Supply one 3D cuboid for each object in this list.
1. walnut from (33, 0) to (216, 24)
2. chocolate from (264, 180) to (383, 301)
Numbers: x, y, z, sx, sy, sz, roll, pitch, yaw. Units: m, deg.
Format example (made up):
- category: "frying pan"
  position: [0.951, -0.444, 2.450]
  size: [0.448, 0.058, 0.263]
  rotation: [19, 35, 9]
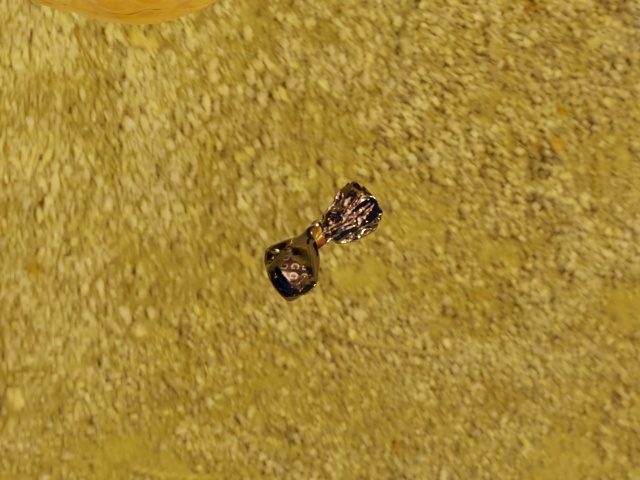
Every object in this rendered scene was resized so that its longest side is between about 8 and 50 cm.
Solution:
- category: "walnut"
  position: [-0.135, -0.227, 0.689]
  size: [0.226, 0.193, 0.193]
  rotation: [15, 108, 4]
- category: "chocolate"
  position: [-0.002, -0.001, 1.156]
  size: [0.147, 0.072, 0.070]
  rotation: [-37, 122, -40]
